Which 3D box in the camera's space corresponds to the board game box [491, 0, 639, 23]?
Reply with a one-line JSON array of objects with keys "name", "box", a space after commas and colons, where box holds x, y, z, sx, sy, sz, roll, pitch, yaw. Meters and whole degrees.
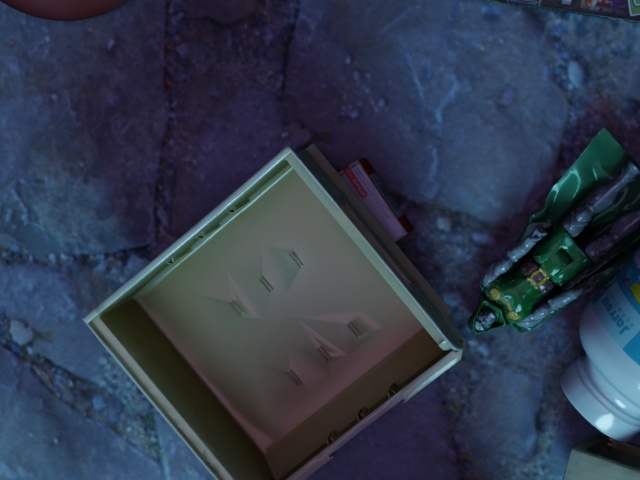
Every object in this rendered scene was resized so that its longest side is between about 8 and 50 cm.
[{"name": "board game box", "box": [0.215, -0.296, 1.400, 0.259, 0.030, 0.136, 10, 94, 11]}]

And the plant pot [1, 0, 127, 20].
[{"name": "plant pot", "box": [-0.295, -0.360, 1.393, 0.274, 0.243, 0.275, 1, 94, 11]}]

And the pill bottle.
[{"name": "pill bottle", "box": [0.343, 0.066, 1.331, 0.146, 0.146, 0.264, 41, 110, 6]}]

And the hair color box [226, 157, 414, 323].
[{"name": "hair color box", "box": [0.000, 0.000, 1.455, 0.167, 0.053, 0.093, -35, 88, 13]}]

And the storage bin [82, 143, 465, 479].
[{"name": "storage bin", "box": [-0.037, 0.086, 1.382, 0.262, 0.123, 0.260, -39, 90, 12]}]

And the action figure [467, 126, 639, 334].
[{"name": "action figure", "box": [0.236, 0.017, 1.405, 0.232, 0.063, 0.137, -42, 88, 15]}]

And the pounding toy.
[{"name": "pounding toy", "box": [0.310, 0.259, 1.381, 0.130, 0.141, 0.100, 18, 98, 25]}]
